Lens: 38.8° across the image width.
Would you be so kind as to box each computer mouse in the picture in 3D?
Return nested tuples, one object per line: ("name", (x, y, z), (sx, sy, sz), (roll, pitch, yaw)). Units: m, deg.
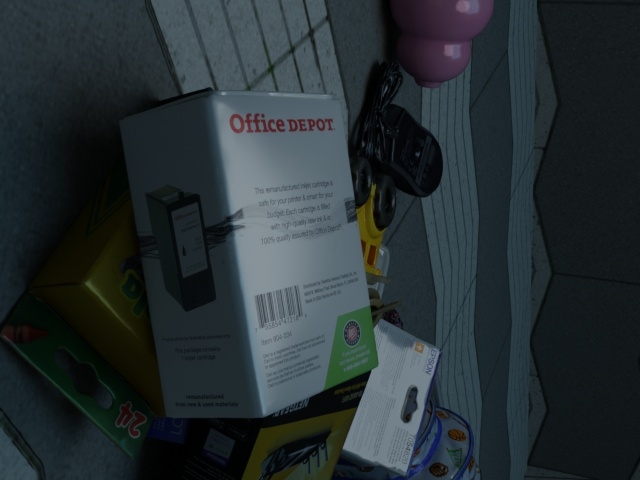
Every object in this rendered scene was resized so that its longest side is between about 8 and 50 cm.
("computer mouse", (0.132, -0.172, 1.599), (0.272, 0.072, 0.188), (42, 60, -49))

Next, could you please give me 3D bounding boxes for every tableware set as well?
("tableware set", (0.024, 0.097, 1.162), (0.194, 0.039, 0.128), (14, 115, -53))

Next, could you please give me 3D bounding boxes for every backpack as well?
("backpack", (0.123, 0.361, 1.479), (0.276, 0.264, 0.213), (-57, 147, -45))

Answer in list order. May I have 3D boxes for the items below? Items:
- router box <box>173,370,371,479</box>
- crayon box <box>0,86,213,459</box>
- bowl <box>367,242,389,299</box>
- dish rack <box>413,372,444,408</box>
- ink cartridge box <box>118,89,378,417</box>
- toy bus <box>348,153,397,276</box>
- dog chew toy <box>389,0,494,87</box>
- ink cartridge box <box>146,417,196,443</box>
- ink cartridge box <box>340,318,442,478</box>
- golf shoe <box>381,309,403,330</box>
("router box", (-0.063, 0.264, 1.100), (0.309, 0.081, 0.242), (4, 107, -66))
("crayon box", (-0.144, 0.029, 0.892), (0.202, 0.081, 0.318), (54, 45, -34))
("bowl", (0.043, 0.043, 1.362), (0.142, 0.053, 0.142), (28, 63, -24))
("dish rack", (0.200, 0.465, 1.954), (0.332, 0.072, 0.285), (75, 32, -43))
("ink cartridge box", (-0.059, 0.007, 0.844), (0.198, 0.115, 0.272), (-11, 92, -55))
("toy bus", (0.000, 0.000, 1.199), (0.220, 0.150, 0.211), (28, 68, -65))
("dog chew toy", (0.206, -0.423, 1.533), (0.206, 0.207, 0.331), (-39, 140, -59))
("ink cartridge box", (-0.120, 0.144, 1.092), (0.311, 0.065, 0.185), (22, 76, -65))
("ink cartridge box", (0.057, 0.218, 1.372), (0.045, 0.224, 0.223), (-39, -154, 58))
("golf shoe", (0.110, 0.215, 1.683), (0.086, 0.068, 0.186), (146, -50, -77))
